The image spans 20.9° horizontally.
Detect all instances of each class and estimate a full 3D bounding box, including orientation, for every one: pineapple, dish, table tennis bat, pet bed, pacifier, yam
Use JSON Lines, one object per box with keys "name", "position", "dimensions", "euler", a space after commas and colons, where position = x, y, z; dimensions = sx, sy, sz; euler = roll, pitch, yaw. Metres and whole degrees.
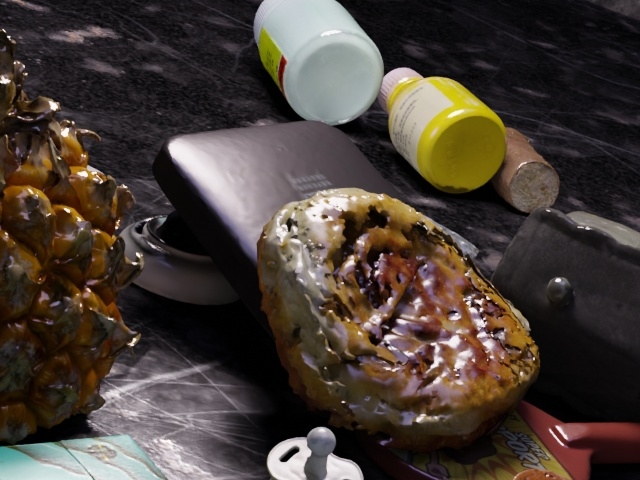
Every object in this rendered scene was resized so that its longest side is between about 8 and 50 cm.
{"name": "pineapple", "position": [-0.214, -0.024, 1.410], "dimensions": [0.209, 0.286, 0.344], "euler": [7, 25, -27]}
{"name": "dish", "position": [-0.131, -0.003, 1.710], "dimensions": [0.141, 0.078, 0.141], "euler": [15, 21, -6]}
{"name": "table tennis bat", "position": [0.171, 0.184, 1.565], "dimensions": [0.310, 0.038, 0.200], "euler": [3, 28, -27]}
{"name": "pet bed", "position": [0.279, 0.079, 1.700], "dimensions": [0.211, 0.183, 0.159], "euler": [29, 21, 27]}
{"name": "pacifier", "position": [-0.006, 0.178, 1.387], "dimensions": [0.083, 0.064, 0.068], "euler": [30, 41, 28]}
{"name": "yam", "position": [0.253, -0.093, 2.251], "dimensions": [0.084, 0.084, 0.127], "euler": [10, 20, -21]}

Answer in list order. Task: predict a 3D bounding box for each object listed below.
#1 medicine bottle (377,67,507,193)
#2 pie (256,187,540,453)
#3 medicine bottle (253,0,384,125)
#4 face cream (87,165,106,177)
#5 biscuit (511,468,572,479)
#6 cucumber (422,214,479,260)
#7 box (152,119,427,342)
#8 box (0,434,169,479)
{"name": "medicine bottle", "position": [0.145, -0.155, 2.254], "dimensions": [0.122, 0.122, 0.212], "euler": [7, 23, -27]}
{"name": "pie", "position": [0.067, 0.063, 1.547], "dimensions": [0.308, 0.085, 0.308], "euler": [23, 42, -23]}
{"name": "medicine bottle", "position": [-0.008, -0.256, 2.352], "dimensions": [0.139, 0.139, 0.225], "euler": [10, 23, -21]}
{"name": "face cream", "position": [-0.317, -0.067, 1.692], "dimensions": [0.214, 0.096, 0.096], "euler": [27, 23, 23]}
{"name": "biscuit", "position": [0.210, 0.241, 1.439], "dimensions": [0.130, 0.019, 0.102], "euler": [36, 36, 11]}
{"name": "cucumber", "position": [0.119, 0.007, 1.914], "dimensions": [0.112, 0.064, 0.064], "euler": [25, 22, 16]}
{"name": "box", "position": [0.000, 0.000, 1.702], "dimensions": [0.289, 0.073, 0.290], "euler": [51, 32, 19]}
{"name": "box", "position": [-0.195, 0.200, 1.207], "dimensions": [0.226, 0.042, 0.161], "euler": [0, 29, -38]}
